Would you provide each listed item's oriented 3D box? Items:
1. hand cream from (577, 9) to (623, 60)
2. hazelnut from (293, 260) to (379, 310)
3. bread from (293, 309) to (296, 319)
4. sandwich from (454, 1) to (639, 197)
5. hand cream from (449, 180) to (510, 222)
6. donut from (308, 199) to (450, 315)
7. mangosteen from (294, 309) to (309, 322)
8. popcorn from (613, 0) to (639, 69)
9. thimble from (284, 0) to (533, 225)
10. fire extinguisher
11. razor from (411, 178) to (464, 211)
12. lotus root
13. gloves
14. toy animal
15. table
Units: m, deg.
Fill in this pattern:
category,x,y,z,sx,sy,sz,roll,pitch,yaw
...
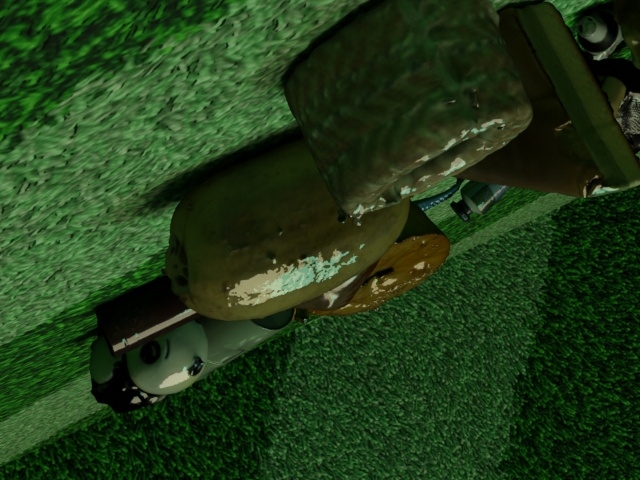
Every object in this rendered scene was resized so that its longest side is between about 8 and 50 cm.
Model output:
category,x,y,z,sx,sy,sz,roll,pitch,yaw
hand cream,0.360,-0.256,1.743,0.084,0.050,0.257,-33,174,21
hazelnut,0.000,0.000,1.726,0.182,0.182,0.182,-27,173,-4
bread,-0.019,0.077,2.569,0.305,0.091,0.142,-30,178,23
sandwich,0.207,-0.112,1.495,0.186,0.220,0.108,-33,172,38
hand cream,0.332,-0.134,2.388,0.271,0.058,0.091,-42,171,0
donut,0.069,0.025,2.266,0.278,0.108,0.277,-24,160,-9
mangosteen,-0.037,0.040,1.961,0.137,0.151,0.137,-11,-178,0
popcorn,0.419,-0.236,1.491,0.259,0.259,0.212,-23,-174,-33
thimble,0.083,-0.122,1.266,0.196,0.148,0.229,-23,174,-34
fire extinguisher,-0.187,0.072,2.000,0.268,0.072,0.089,-26,-152,-16
razor,0.156,-0.063,2.382,0.253,0.042,0.082,-24,172,-17
lotus root,-0.010,-0.026,1.527,0.343,0.169,0.151,-23,-147,-24
gloves,0.364,-0.165,1.983,0.301,0.152,0.197,-25,165,-23
toy animal,-0.257,0.166,2.151,0.179,0.166,0.138,-30,139,35
table,-0.156,0.127,2.250,0.220,0.126,0.126,-33,171,39
